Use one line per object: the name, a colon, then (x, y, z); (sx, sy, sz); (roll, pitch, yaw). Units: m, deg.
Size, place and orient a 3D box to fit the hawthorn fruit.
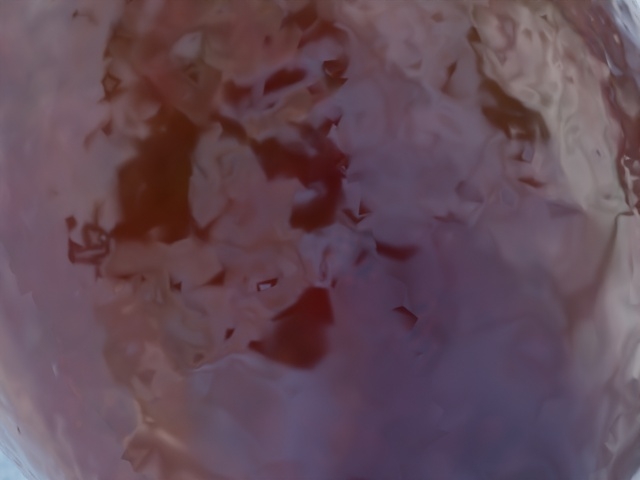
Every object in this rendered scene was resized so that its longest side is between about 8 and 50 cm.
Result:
hawthorn fruit: (-0.011, -0.013, 0.443); (0.295, 0.311, 0.295); (-6, 121, -11)
